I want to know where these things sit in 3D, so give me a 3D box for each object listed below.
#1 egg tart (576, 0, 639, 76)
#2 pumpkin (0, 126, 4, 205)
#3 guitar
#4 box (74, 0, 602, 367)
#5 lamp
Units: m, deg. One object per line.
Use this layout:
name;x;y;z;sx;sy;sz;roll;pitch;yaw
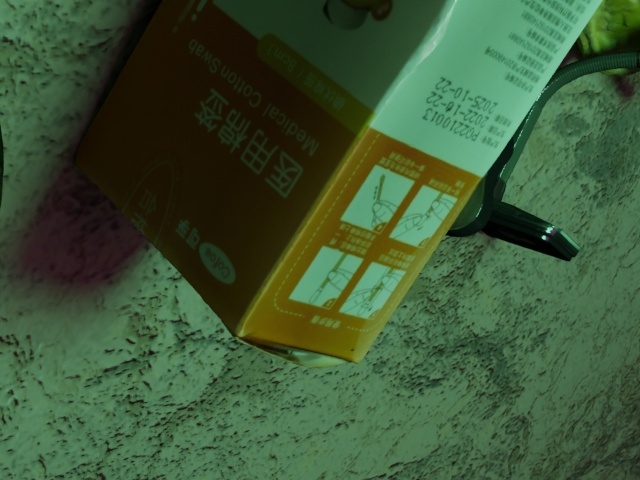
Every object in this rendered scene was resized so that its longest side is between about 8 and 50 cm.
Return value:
egg tart;0.379;-0.295;1.255;0.319;0.128;0.319;-30;139;-30
pumpkin;-0.272;-0.027;0.571;0.260;0.260;0.189;-13;113;-45
guitar;0.168;-0.132;1.186;0.038;0.083;0.271;28;87;-59
box;0.008;-0.115;0.837;0.143;0.225;0.341;15;112;-50
lamp;0.283;-0.097;1.302;0.283;0.124;0.203;-52;151;2
